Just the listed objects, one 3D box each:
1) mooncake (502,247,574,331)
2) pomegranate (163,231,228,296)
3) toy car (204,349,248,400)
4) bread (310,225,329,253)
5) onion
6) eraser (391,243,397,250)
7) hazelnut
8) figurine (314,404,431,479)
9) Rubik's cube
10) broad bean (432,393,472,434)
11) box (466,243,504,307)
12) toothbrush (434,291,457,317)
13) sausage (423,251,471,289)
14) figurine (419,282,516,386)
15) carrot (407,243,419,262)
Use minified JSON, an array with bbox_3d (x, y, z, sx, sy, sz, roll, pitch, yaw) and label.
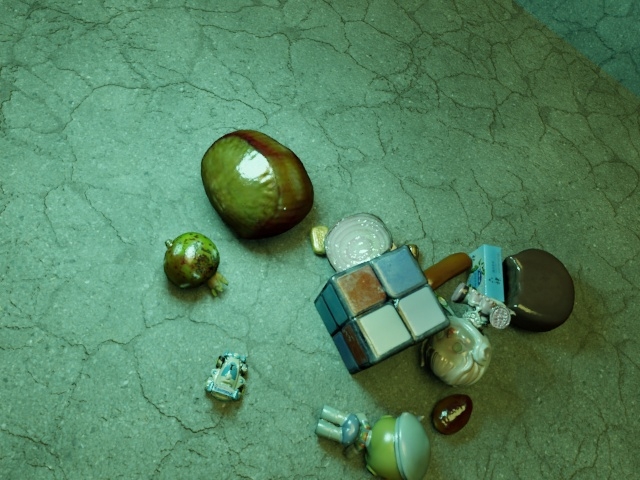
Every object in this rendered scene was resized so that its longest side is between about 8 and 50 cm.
[{"bbox_3d":[0.841,0.207,1.887,0.334,0.174,0.326,-18,70,-17],"label":"mooncake"},{"bbox_3d":[-0.435,0.094,1.626,0.198,0.198,0.246,-23,115,-22],"label":"pomegranate"},{"bbox_3d":[-0.297,0.441,1.544,0.126,0.098,0.161,22,66,-6],"label":"toy car"},{"bbox_3d":[0.000,0.000,1.828,0.082,0.056,0.115,-10,75,-14],"label":"bread"},{"bbox_3d":[0.142,0.023,1.774,0.250,0.111,0.247,-28,49,1],"label":"onion"},{"bbox_3d":[0.254,0.040,1.843,0.076,0.078,0.298,-35,75,-2],"label":"eraser"},{"bbox_3d":[-0.216,-0.210,1.711,0.421,0.353,0.421,13,39,-11],"label":"hazelnut"},{"bbox_3d":[0.169,0.658,1.519,0.382,0.205,0.224,7,60,-2],"label":"figurine"},{"bbox_3d":[0.196,0.244,1.632,0.313,0.318,0.316,-22,74,-20],"label":"Rubik's cube"},{"bbox_3d":[0.469,0.615,1.674,0.165,0.084,0.114,-25,59,-16],"label":"broad bean"},{"bbox_3d":[0.653,0.149,1.880,0.083,0.142,0.232,9,66,-9],"label":"box"},{"bbox_3d":[0.474,0.233,1.863,0.030,0.030,0.304,-30,76,-23],"label":"toothbrush"},{"bbox_3d":[0.486,0.125,1.869,0.300,0.083,0.089,-26,74,-31],"label":"sausage"},{"bbox_3d":[0.528,0.353,1.674,0.211,0.253,0.361,35,90,-20],"label":"figurine"},{"bbox_3d":[0.366,0.093,1.883,0.055,0.055,0.161,7,71,-11],"label":"carrot"}]
